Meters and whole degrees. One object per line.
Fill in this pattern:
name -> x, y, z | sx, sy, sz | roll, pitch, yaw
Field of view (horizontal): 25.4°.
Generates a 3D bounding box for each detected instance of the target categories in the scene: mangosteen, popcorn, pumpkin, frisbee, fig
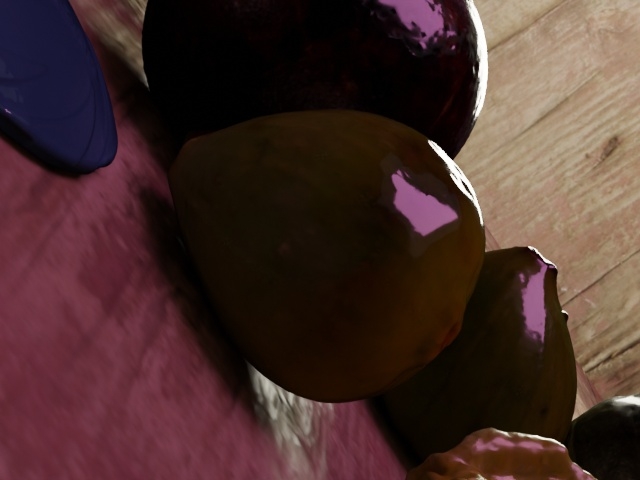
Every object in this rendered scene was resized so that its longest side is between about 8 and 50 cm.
mangosteen -> -0.009, -0.142, 1.216 | 0.297, 0.293, 0.297 | 14, 22, -6
popcorn -> 0.144, 0.237, 1.070 | 0.197, 0.155, 0.197 | 26, 17, -9
pumpkin -> 0.348, 0.275, 1.614 | 0.325, 0.232, 0.242 | 64, 22, -57
frisbee -> -0.213, -0.173, 0.929 | 0.289, 0.049, 0.289 | 54, 11, -15
fig -> 0.160, 0.114, 1.322 | 0.203, 0.225, 0.203 | 30, 16, -10
fig -> 0.009, -0.004, 1.018 | 0.230, 0.207, 0.207 | 60, 11, 13
